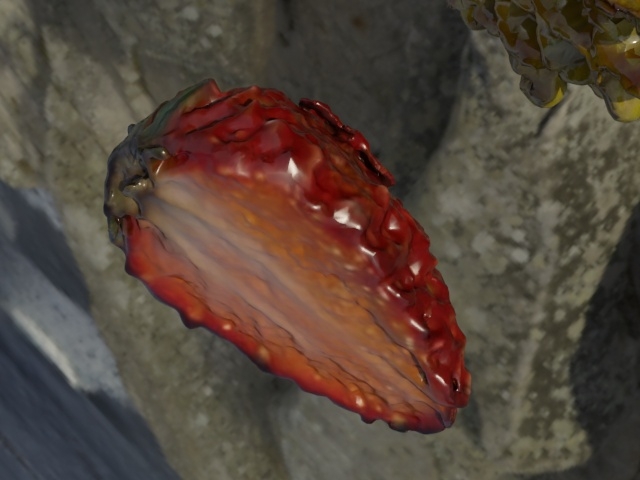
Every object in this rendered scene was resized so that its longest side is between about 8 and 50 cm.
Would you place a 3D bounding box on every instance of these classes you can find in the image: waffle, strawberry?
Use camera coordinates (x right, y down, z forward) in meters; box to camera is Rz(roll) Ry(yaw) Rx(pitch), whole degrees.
[{"bbox_3d":[0.074,-0.185,0.506,0.293,0.069,0.260,60,175,-7],"label":"waffle"},{"bbox_3d":[0.000,0.000,0.593,0.236,0.111,0.190,41,146,-14],"label":"strawberry"}]
